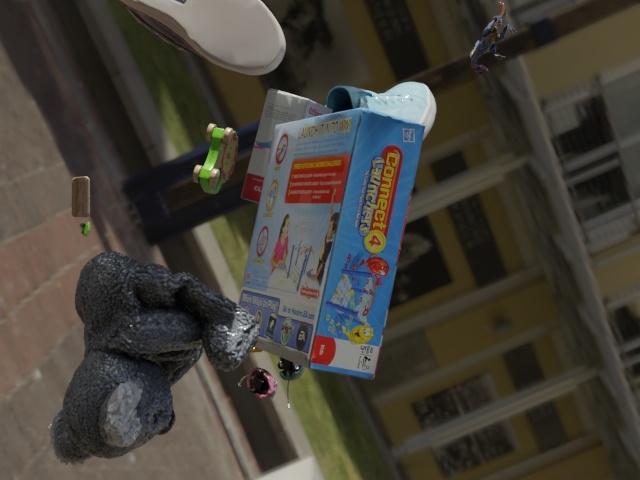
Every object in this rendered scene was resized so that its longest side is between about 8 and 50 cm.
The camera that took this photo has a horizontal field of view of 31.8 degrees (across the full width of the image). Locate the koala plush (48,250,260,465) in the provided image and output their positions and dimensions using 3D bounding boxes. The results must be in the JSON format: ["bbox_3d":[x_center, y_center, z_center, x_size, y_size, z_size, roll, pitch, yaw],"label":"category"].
[{"bbox_3d":[-0.220,0.148,1.273,0.203,0.196,0.221,37,58,-23],"label":"koala plush"}]

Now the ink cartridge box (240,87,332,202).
[{"bbox_3d":[-0.051,-0.139,1.762,0.127,0.072,0.175,3,102,-71],"label":"ink cartridge box"}]

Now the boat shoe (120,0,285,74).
[{"bbox_3d":[-0.182,-0.349,1.804,0.340,0.127,0.158,35,-4,19],"label":"boat shoe"}]

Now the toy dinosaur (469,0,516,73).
[{"bbox_3d":[0.244,-0.281,1.610,0.047,0.082,0.090,31,47,-9],"label":"toy dinosaur"}]

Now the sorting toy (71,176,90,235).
[{"bbox_3d":[-0.335,-0.048,1.580,0.062,0.012,0.083,3,-87,60],"label":"sorting toy"}]

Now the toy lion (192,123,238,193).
[{"bbox_3d":[-0.137,-0.108,1.534,0.096,0.034,0.100,71,33,-69],"label":"toy lion"}]

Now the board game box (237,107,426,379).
[{"bbox_3d":[0.000,0.000,1.412,0.308,0.086,0.302,-174,-84,-69],"label":"board game box"}]

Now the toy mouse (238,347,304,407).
[{"bbox_3d":[-0.062,0.187,1.642,0.031,0.161,0.143,10,38,-42],"label":"toy mouse"}]

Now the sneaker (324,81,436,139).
[{"bbox_3d":[0.085,-0.215,1.945,0.366,0.135,0.150,-46,131,-44],"label":"sneaker"}]
